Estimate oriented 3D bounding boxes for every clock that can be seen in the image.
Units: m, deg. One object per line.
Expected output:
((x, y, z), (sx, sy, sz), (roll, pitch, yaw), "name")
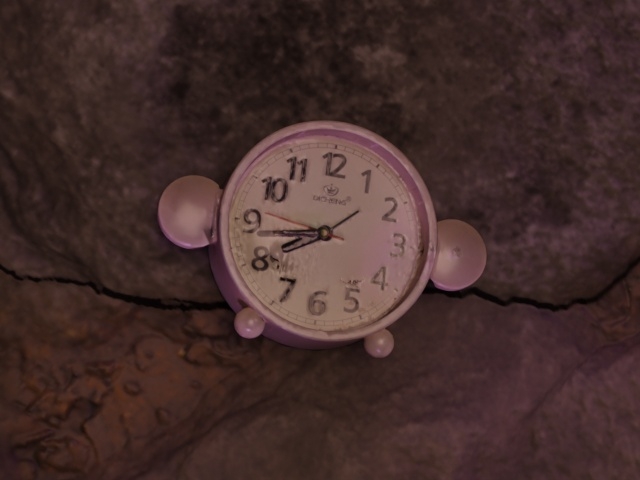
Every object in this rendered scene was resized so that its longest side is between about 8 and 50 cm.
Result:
((0.000, 0.000, 1.087), (0.229, 0.063, 0.156), (8, 79, -11), "clock")
